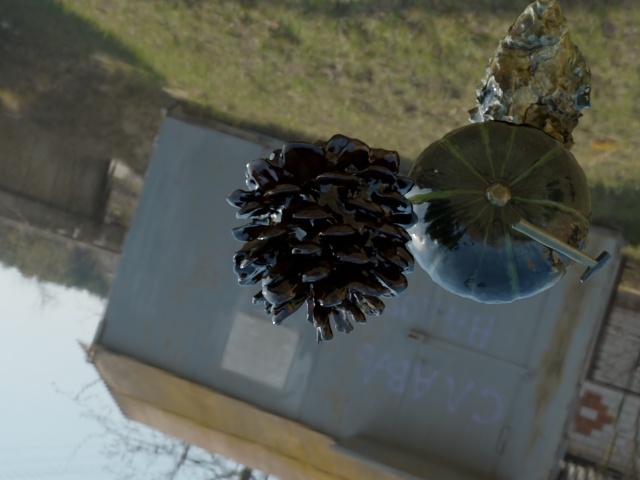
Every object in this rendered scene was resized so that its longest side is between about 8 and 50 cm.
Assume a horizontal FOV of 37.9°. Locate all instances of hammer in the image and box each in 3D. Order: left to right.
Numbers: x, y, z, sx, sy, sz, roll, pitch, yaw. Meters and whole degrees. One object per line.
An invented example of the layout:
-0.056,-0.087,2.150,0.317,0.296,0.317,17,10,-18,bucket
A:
0.358,0.010,1.410,0.199,0.062,0.013,24,-154,-32,hammer

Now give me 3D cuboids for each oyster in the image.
0.394,-0.289,1.773,0.238,0.351,0.115,15,179,32,oyster

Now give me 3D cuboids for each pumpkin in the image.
0.299,-0.049,1.597,0.323,0.323,0.241,17,178,14,pumpkin

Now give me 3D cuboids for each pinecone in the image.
-0.002,0.003,1.388,0.298,0.296,0.242,-12,177,24,pinecone
